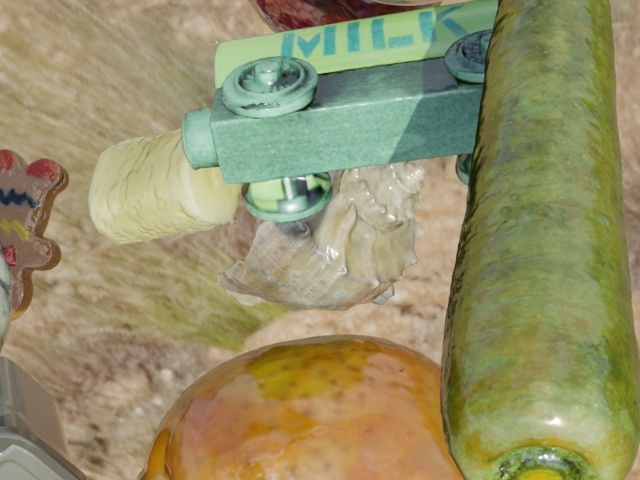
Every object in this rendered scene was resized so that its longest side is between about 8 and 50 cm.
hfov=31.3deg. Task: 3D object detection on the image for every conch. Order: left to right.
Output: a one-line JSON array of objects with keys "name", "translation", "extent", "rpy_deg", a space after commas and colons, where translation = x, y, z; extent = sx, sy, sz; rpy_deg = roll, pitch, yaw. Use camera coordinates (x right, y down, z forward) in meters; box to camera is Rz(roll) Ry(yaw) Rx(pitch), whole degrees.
[{"name": "conch", "translation": [0.007, 0.006, 1.475], "extent": [0.186, 0.263, 0.324], "rpy_deg": [51, 118, 25]}]

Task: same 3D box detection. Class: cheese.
[{"name": "cheese", "translation": [-0.173, -0.063, 1.263], "extent": [0.167, 0.094, 0.123], "rpy_deg": [-7, 73, 38]}]

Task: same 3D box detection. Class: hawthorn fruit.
[{"name": "hawthorn fruit", "translation": [-0.021, 0.342, 1.487], "extent": [0.471, 0.472, 0.472], "rpy_deg": [-6, 57, 10]}]

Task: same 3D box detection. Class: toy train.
[{"name": "toy train", "translation": [0.041, -0.098, 0.725], "extent": [0.253, 0.105, 0.157], "rpy_deg": [-8, 36, 7]}]

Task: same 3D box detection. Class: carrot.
[{"name": "carrot", "translation": [0.099, -0.046, 0.504], "extent": [0.074, 0.074, 0.359], "rpy_deg": [-1, 47, 13]}]

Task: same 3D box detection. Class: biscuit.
[{"name": "biscuit", "translation": [-0.446, -0.005, 1.652], "extent": [0.165, 0.036, 0.250], "rpy_deg": [11, 88, 27]}]

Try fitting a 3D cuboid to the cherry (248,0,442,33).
[{"name": "cherry", "translation": [0.011, -0.304, 1.172], "extent": [0.203, 0.230, 0.300], "rpy_deg": [-40, 30, -18]}]

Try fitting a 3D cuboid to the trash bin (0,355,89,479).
[{"name": "trash bin", "translation": [-0.452, 0.303, 1.570], "extent": [0.219, 0.219, 0.250], "rpy_deg": [-36, 30, 1]}]

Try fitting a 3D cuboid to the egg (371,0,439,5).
[{"name": "egg", "translation": [0.042, -0.291, 0.914], "extent": [0.183, 0.217, 0.183], "rpy_deg": [-25, 56, 42]}]

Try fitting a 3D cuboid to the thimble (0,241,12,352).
[{"name": "thimble", "translation": [-0.346, 0.049, 0.723], "extent": [0.291, 0.291, 0.195], "rpy_deg": [47, 121, 33]}]
